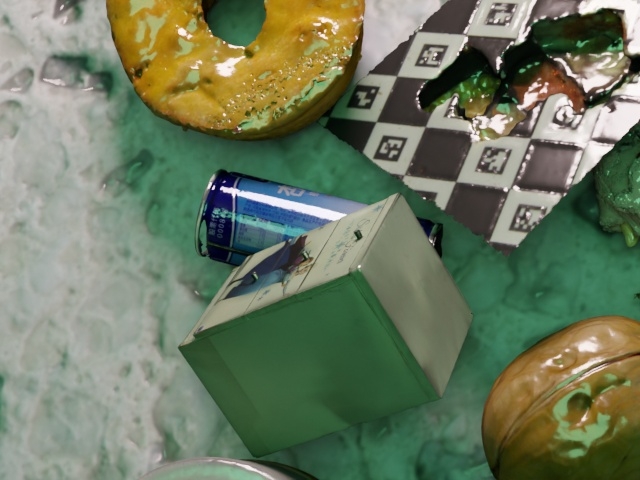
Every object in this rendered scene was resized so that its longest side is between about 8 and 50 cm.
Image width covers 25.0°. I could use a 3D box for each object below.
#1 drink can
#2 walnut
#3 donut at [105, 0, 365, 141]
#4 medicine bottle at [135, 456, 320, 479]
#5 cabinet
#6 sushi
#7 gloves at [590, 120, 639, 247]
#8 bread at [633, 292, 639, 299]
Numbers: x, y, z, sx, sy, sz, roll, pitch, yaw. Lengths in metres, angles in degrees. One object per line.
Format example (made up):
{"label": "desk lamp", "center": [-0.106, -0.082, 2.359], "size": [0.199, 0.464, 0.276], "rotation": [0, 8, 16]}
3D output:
{"label": "drink can", "center": [0.000, 0.000, 1.438], "size": [0.235, 0.097, 0.097], "rotation": [13, 82, 12]}
{"label": "walnut", "center": [0.247, 0.162, 1.335], "size": [0.207, 0.167, 0.167], "rotation": [-32, 76, 0]}
{"label": "donut", "center": [-0.079, -0.225, 1.481], "size": [0.278, 0.108, 0.277], "rotation": [-2, 78, 12]}
{"label": "medicine bottle", "center": [-0.081, 0.319, 1.321], "size": [0.238, 0.232, 0.238], "rotation": [-2, 79, 10]}
{"label": "cabinet", "center": [0.005, 0.078, 1.337], "size": [0.206, 0.145, 0.150], "rotation": [-22, 110, 29]}
{"label": "sushi", "center": [0.191, -0.136, 1.421], "size": [0.292, 0.059, 0.294], "rotation": [-44, 49, -4]}
{"label": "gloves", "center": [0.313, -0.061, 1.403], "size": [0.144, 0.094, 0.110], "rotation": [40, 77, 22]}
{"label": "bread", "center": [0.404, 0.039, 1.367], "size": [0.173, 0.085, 0.134], "rotation": [-44, 85, 1]}
